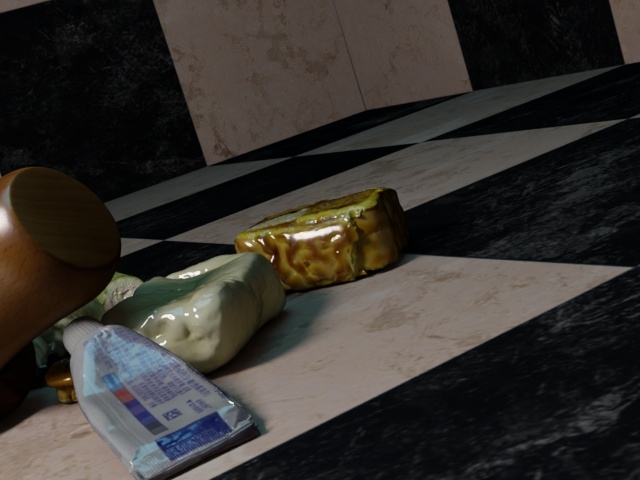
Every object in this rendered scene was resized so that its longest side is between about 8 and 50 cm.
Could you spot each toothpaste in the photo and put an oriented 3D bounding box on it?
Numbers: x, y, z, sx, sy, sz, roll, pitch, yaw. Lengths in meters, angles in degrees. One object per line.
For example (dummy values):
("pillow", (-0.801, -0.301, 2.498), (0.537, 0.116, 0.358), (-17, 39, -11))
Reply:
("toothpaste", (-0.165, 0.133, 0.967), (0.099, 0.068, 0.282), (-49, 37, -9))

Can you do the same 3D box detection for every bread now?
("bread", (0.000, 0.000, 1.393), (0.222, 0.096, 0.181), (-14, 8, 21))
("bread", (-0.258, 0.147, 1.171), (0.083, 0.046, 0.081), (-20, 12, -21))

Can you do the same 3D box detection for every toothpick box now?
("toothpick box", (-0.344, 0.065, 1.124), (0.294, 0.192, 0.192), (-43, -2, 27))

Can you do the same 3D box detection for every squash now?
("squash", (-0.326, 0.071, 1.601), (0.083, 0.083, 0.250), (-21, 13, -21))

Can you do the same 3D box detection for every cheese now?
("cheese", (-0.134, 0.081, 1.190), (0.159, 0.093, 0.263), (-11, 10, 15))

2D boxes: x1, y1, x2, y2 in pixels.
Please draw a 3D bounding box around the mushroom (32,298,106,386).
("mushroom", (-0.410, 0.098, 1.353), (0.267, 0.164, 0.189), (-16, 11, 10))
